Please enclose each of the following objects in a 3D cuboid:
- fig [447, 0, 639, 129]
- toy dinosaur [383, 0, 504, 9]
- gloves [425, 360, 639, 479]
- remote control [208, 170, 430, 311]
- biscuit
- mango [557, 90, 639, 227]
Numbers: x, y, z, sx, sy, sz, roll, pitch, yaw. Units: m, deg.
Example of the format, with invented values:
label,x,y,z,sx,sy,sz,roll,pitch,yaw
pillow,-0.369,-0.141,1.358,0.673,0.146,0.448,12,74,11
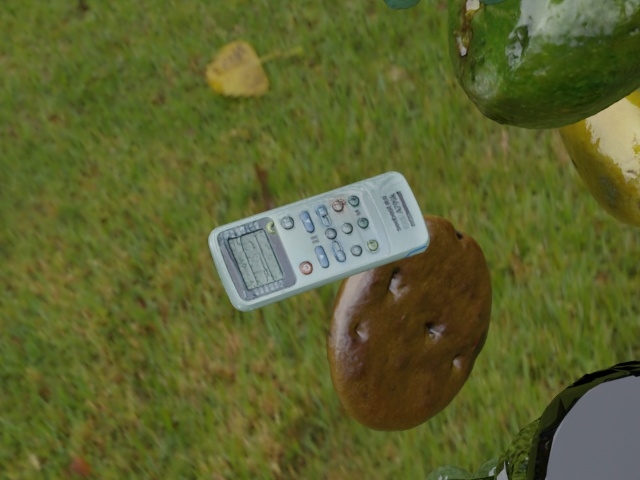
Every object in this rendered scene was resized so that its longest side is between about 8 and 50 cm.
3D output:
label,x,y,z,sx,sy,sz,roll,pitch,yaw
fig,0.220,-0.176,1.155,0.235,0.203,0.203,4,59,-19
toy dinosaur,0.039,-0.155,0.759,0.292,0.079,0.120,-30,88,-8
gloves,0.051,0.105,0.442,0.135,0.268,0.107,5,75,-10
remote control,0.000,0.000,0.894,0.124,0.018,0.053,-17,77,-17
biscuit,0.087,0.081,1.485,0.036,0.212,0.212,18,67,47
mango,0.302,-0.095,1.606,0.098,0.137,0.195,-33,54,-12
